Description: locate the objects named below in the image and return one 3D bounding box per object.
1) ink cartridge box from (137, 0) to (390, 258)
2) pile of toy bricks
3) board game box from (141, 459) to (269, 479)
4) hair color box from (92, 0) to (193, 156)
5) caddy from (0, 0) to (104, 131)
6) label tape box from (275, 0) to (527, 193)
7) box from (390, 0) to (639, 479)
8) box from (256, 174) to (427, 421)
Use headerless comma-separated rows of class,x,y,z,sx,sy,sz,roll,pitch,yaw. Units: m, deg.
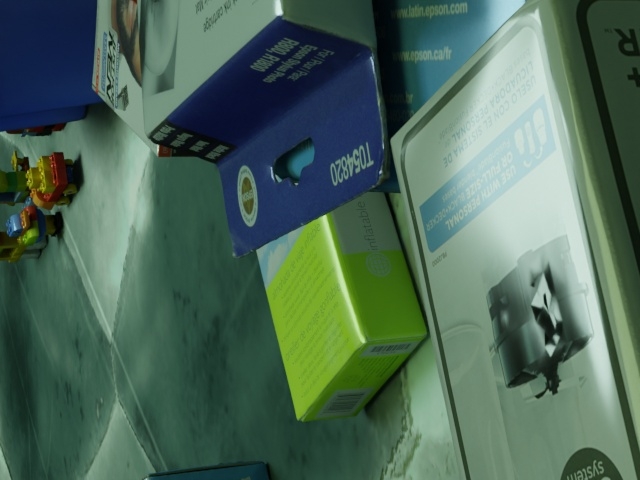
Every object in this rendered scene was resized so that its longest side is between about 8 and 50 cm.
ink cartridge box,-0.037,-0.115,0.696,0.223,0.045,0.224,153,113,-69
pile of toy bricks,-0.308,-0.054,1.515,0.212,0.105,0.118,137,126,-60
board game box,-0.099,0.342,1.123,0.302,0.086,0.308,137,126,-60
hair color box,-0.116,-0.129,1.135,0.167,0.053,0.093,-139,51,-57
caddy,-0.283,-0.241,1.345,0.241,0.179,0.341,167,99,-65
label tape box,0.069,-0.191,0.635,0.249,0.115,0.348,-167,77,-67
box,0.129,0.091,0.350,0.087,0.169,0.290,137,125,-60
box,0.000,0.000,0.901,0.109,0.042,0.178,125,136,-54
